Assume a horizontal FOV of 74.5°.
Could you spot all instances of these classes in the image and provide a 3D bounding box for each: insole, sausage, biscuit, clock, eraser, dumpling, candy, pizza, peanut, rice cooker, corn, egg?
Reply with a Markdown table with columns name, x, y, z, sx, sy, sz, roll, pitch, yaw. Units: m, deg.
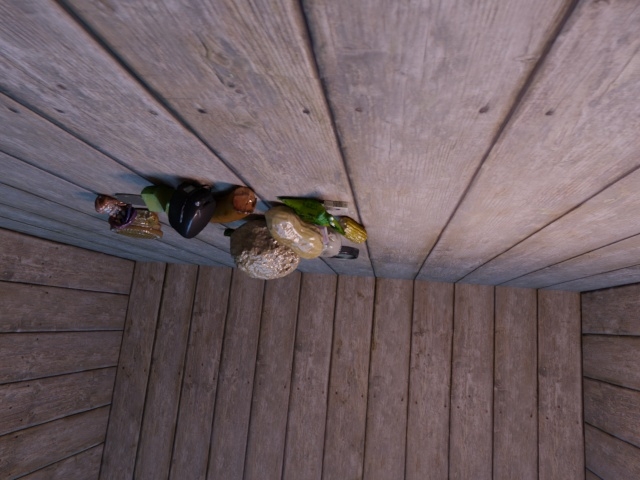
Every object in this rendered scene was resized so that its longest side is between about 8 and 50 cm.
| name | x | y | z | sx | sy | sz | roll | pitch | yaw |
| --- | --- | --- | --- | --- | --- | --- | --- | --- | --- |
| insole | -0.661 | -0.150 | 1.617 | 0.248 | 0.011 | 0.081 | 9 | 155 | -6 |
| sausage | -0.317 | -0.115 | 1.449 | 0.109 | 0.108 | 0.271 | 14 | 166 | -40 |
| biscuit | -0.901 | -0.063 | 2.058 | 0.259 | 0.079 | 0.259 | 6 | 171 | 1 |
| clock | 0.106 | 0.069 | 2.376 | 0.226 | 0.048 | 0.226 | 4 | 169 | 1 |
| eraser | -0.006 | -0.036 | 1.724 | 0.065 | 0.105 | 0.026 | 2 | -152 | 26 |
| dumpling | 0.000 | 0.000 | 1.861 | 0.173 | 0.142 | 0.247 | 30 | 161 | 25 |
| candy | -0.028 | -0.098 | 1.442 | 0.247 | 0.069 | 0.149 | 19 | 170 | 28 |
| pizza | -0.790 | -0.102 | 1.846 | 0.161 | 0.062 | 0.182 | 18 | 166 | -30 |
| peanut | -0.094 | -0.031 | 1.607 | 0.149 | 0.149 | 0.313 | -5 | 148 | 43 |
| rice cooker | -0.420 | -0.099 | 1.372 | 0.118 | 0.142 | 0.203 | 33 | 129 | 9 |
| corn | 0.128 | -0.038 | 1.706 | 0.080 | 0.080 | 0.238 | 0 | 169 | 27 |
| egg | -0.233 | 0.033 | 1.785 | 0.311 | 0.279 | 0.279 | 8 | 170 | 3 |

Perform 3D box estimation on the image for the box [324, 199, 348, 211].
| name | x | y | z | sx | sy | sz | roll | pitch | yaw |
| --- | --- | --- | --- | --- | --- | --- | --- | --- | --- |
| box | 0.053 | -0.118 | 1.453 | 0.083 | 0.024 | 0.054 | 6 | 168 | 1 |

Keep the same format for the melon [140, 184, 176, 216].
| name | x | y | z | sx | sy | sz | roll | pitch | yaw |
| --- | --- | --- | --- | --- | --- | --- | --- | --- | --- |
| melon | -0.524 | -0.131 | 1.426 | 0.064 | 0.117 | 0.209 | -11 | 179 | 9 |

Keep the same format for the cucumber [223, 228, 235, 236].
| name | x | y | z | sx | sy | sz | roll | pitch | yaw |
| --- | --- | --- | --- | --- | --- | --- | --- | --- | --- |
| cucumber | -0.424 | -0.037 | 2.091 | 0.108 | 0.035 | 0.067 | 5 | -172 | -5 |

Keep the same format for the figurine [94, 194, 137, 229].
| name | x | y | z | sx | sy | sz | roll | pitch | yaw |
| --- | --- | --- | --- | --- | --- | --- | --- | --- | --- |
| figurine | -0.819 | -0.122 | 1.671 | 0.157 | 0.126 | 0.114 | 40 | -165 | -30 |
